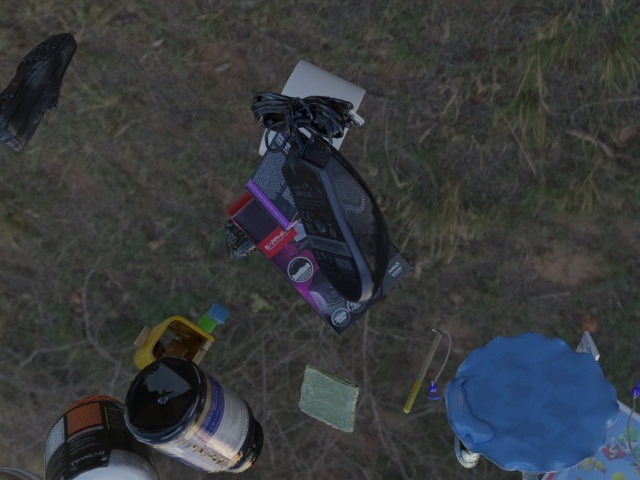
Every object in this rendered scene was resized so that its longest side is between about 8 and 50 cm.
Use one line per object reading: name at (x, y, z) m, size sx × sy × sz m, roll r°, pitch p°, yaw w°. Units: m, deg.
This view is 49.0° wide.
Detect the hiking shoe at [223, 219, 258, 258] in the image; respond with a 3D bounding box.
hiking shoe at (-0.244, -0.011, 2.068) m, size 0.227 × 0.086 × 0.114 m, roll -9°, pitch 103°, yaw 62°

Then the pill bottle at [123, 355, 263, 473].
pill bottle at (-0.169, 0.259, 0.999) m, size 0.122 × 0.123 × 0.219 m, roll -1°, pitch 149°, yaw 24°

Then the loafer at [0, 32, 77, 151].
loafer at (-0.461, -0.246, 1.146) m, size 0.076 × 0.223 × 0.078 m, roll 4°, pitch 149°, yaw 33°

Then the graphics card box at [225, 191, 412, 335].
graphics card box at (0.000, 0.000, 1.544) m, size 0.371 × 0.233 × 0.094 m, roll 50°, pitch 174°, yaw -16°

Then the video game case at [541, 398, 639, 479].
video game case at (0.497, 0.395, 1.058) m, size 0.285 × 0.204 × 0.025 m, roll 36°, pitch -173°, yaw 37°

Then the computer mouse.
computer mouse at (0.024, -0.053, 0.824) m, size 0.188 × 0.072 × 0.272 m, roll 19°, pitch 133°, yaw 55°

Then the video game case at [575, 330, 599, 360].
video game case at (0.743, 0.326, 1.970) m, size 0.011 × 0.087 × 0.122 m, roll -1°, pitch 133°, yaw -6°

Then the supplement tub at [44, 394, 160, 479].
supplement tub at (-0.432, 0.446, 1.375) m, size 0.207 × 0.207 × 0.338 m, roll 49°, pitch 173°, yaw -23°

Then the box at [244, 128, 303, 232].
box at (-0.057, -0.109, 1.217) m, size 0.116 × 0.029 × 0.162 m, roll 48°, pitch 130°, yaw 16°

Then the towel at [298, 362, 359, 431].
towel at (0.015, 0.320, 1.426) m, size 0.148 × 0.027 × 0.110 m, roll 14°, pitch 101°, yaw 42°

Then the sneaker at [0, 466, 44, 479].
sneaker at (-0.122, 0.254, 0.440) m, size 0.099 × 0.153 × 0.282 m, roll -31°, pitch 89°, yaw 5°

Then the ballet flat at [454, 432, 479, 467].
ballet flat at (0.386, 0.528, 1.843) m, size 0.070 × 0.070 × 0.188 m, roll -6°, pitch 108°, yaw 28°

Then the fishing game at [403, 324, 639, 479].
fishing game at (0.232, 0.182, 0.778) m, size 0.264 × 0.189 × 0.041 m, roll 7°, pitch 133°, yaw 22°

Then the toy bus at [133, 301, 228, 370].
toy bus at (-0.262, 0.189, 1.194) m, size 0.104 × 0.191 × 0.202 m, roll 37°, pitch 108°, yaw -13°

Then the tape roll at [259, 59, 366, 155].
tape roll at (-0.020, -0.277, 1.647) m, size 0.169 × 0.246 × 0.246 m, roll 25°, pitch 136°, yaw -3°
